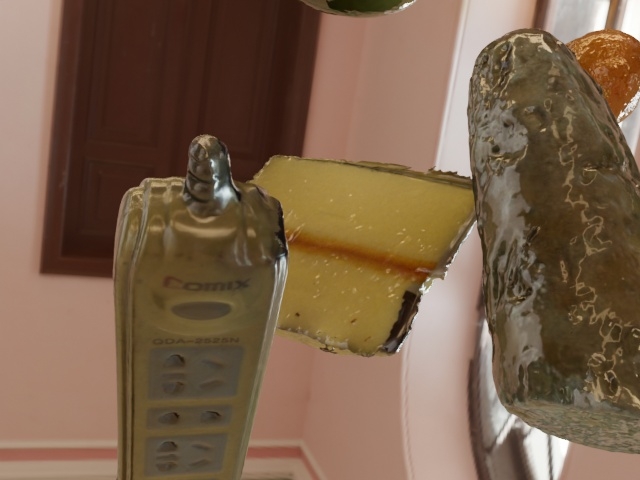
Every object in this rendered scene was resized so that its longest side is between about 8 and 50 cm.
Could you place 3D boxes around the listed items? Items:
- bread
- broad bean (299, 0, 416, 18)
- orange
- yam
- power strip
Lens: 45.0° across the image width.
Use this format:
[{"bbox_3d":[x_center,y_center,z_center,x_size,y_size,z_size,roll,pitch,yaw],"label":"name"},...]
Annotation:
[{"bbox_3d":[0.000,0.000,1.217,0.404,0.346,0.242,24,168,-6],"label":"bread"},{"bbox_3d":[0.001,-0.367,0.922,0.291,0.119,0.238,25,163,9],"label":"broad bean"},{"bbox_3d":[0.358,-0.208,1.004,0.117,0.136,0.135,12,-168,13],"label":"orange"},{"bbox_3d":[0.168,-0.009,0.539,0.133,0.330,0.133,-4,154,-2],"label":"yam"},{"bbox_3d":[-0.084,0.092,0.493,0.092,0.388,0.066,1,-136,-13],"label":"power strip"}]
